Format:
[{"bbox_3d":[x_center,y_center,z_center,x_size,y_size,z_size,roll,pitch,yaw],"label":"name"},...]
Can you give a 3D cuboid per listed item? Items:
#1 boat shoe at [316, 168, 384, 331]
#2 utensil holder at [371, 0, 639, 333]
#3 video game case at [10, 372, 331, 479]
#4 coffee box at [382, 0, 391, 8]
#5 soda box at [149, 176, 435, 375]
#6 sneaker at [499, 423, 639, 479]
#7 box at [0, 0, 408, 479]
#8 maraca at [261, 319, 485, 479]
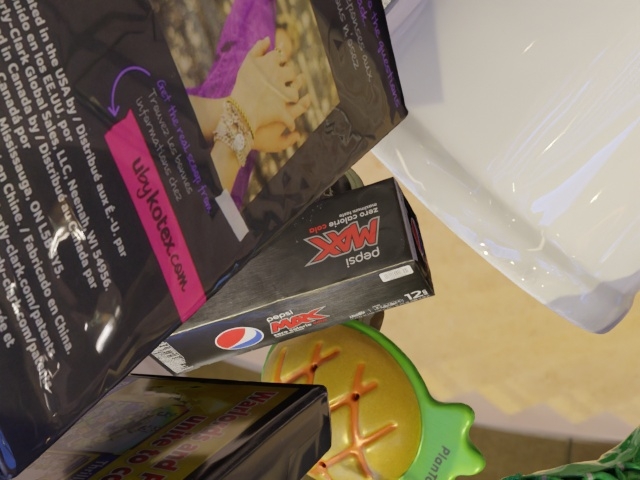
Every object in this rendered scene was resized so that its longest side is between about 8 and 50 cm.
[{"bbox_3d":[0.000,0.001,0.975,0.073,0.223,0.080,13,127,-23],"label":"boat shoe"},{"bbox_3d":[0.247,-0.171,0.924,0.327,0.327,0.385,36,106,-22],"label":"utensil holder"},{"bbox_3d":[-0.161,0.099,0.392,0.248,0.275,0.035,0,102,23],"label":"video game case"},{"bbox_3d":[-0.039,-0.361,1.549,0.338,0.334,0.338,22,-174,-40],"label":"coffee box"},{"bbox_3d":[-0.024,0.022,0.665,0.169,0.060,0.053,-18,151,11],"label":"soda box"},{"bbox_3d":[0.185,0.202,0.783,0.109,0.295,0.123,43,173,48],"label":"sneaker"},{"bbox_3d":[-0.105,-0.055,0.424,0.165,0.270,0.143,0,117,32],"label":"box"},{"bbox_3d":[0.033,0.130,0.831,0.186,0.099,0.127,32,114,25],"label":"maraca"}]
